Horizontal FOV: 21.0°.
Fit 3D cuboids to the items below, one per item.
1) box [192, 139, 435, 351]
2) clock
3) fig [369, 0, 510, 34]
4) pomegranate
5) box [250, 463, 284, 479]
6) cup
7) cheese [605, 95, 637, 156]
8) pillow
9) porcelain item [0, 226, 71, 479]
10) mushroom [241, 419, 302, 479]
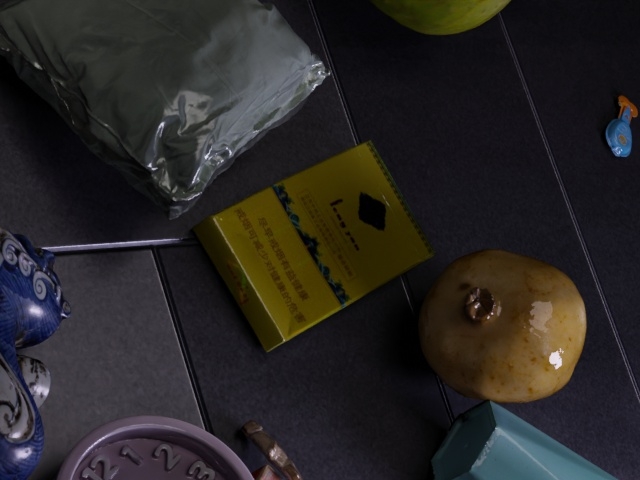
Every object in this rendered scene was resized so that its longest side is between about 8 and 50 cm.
[{"bbox_3d":[0.000,0.000,1.869,0.279,0.041,0.153,-28,86,-47],"label":"box"},{"bbox_3d":[-0.149,0.255,1.537,0.197,0.068,0.197,13,50,-16],"label":"clock"},{"bbox_3d":[0.156,-0.407,2.033,0.258,0.326,0.258,25,34,-18],"label":"fig"},{"bbox_3d":[0.196,0.091,1.884,0.196,0.196,0.196,21,55,-32],"label":"pomegranate"},{"bbox_3d":[-0.062,0.312,1.635,0.112,0.048,0.175,45,45,-12],"label":"box"},{"bbox_3d":[0.242,0.275,1.864,0.236,0.134,0.148,39,44,-17],"label":"cup"},{"bbox_3d":[0.406,-0.153,2.329,0.047,0.017,0.111,42,46,-20],"label":"cheese"},{"bbox_3d":[-0.162,-0.193,1.757,0.283,0.138,0.310,41,46,4],"label":"pillow"},{"bbox_3d":[-0.301,0.107,1.497,0.186,0.138,0.288,29,44,-49],"label":"porcelain item"},{"bbox_3d":[-0.045,0.207,1.687,0.019,0.101,0.049,-43,133,-6],"label":"mushroom"}]
